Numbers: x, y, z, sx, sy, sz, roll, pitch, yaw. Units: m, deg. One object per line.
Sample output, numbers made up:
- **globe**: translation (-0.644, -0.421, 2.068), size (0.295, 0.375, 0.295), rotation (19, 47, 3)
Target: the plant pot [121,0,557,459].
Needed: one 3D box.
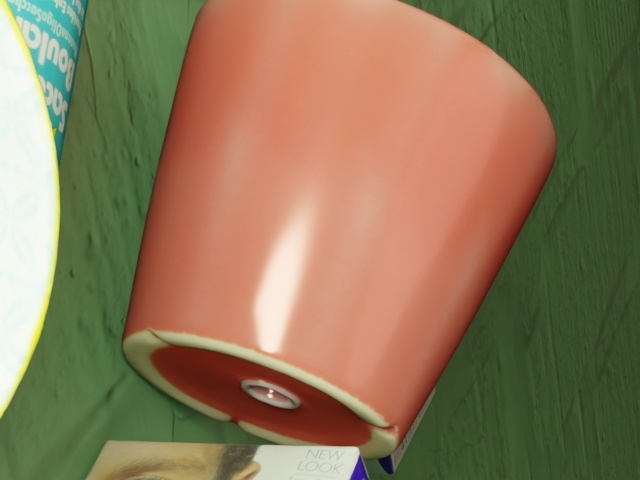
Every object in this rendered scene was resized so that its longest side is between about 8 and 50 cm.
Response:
- **plant pot**: translation (0.000, 0.000, 1.073), size (0.275, 0.275, 0.243), rotation (54, 50, -55)

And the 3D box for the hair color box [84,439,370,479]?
- **hair color box**: translation (-0.097, 0.265, 0.904), size (0.339, 0.185, 0.110), rotation (-62, 143, -49)

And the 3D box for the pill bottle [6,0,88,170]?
- **pill bottle**: translation (-0.190, -0.054, 0.729), size (0.146, 0.146, 0.264), rotation (39, 54, -62)

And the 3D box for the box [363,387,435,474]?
- **box**: translation (0.043, 0.114, 1.390), size (0.137, 0.072, 0.126), rotation (-54, 139, -56)

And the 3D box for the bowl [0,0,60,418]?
- **bowl**: translation (-0.247, -0.020, 0.536), size (0.156, 0.289, 0.289), rotation (-149, -131, -65)
